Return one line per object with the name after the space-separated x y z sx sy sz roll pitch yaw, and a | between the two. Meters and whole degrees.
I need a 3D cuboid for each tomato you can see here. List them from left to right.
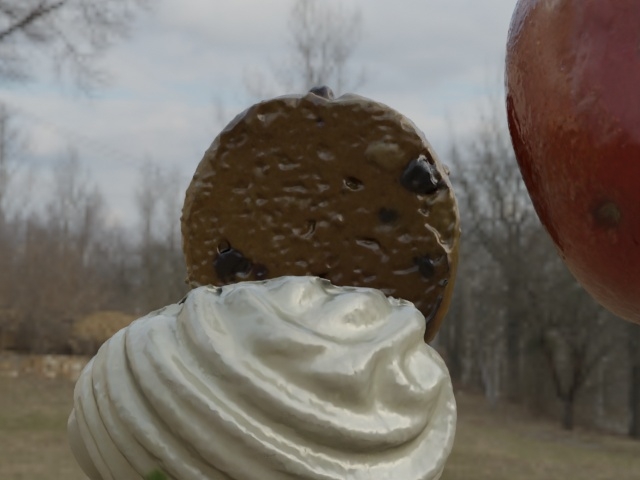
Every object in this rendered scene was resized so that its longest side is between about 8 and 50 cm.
0.245 -0.112 0.889 0.338 0.338 0.143 -3 -8 40 | tomato

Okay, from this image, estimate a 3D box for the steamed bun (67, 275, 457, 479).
-0.022 0.094 0.602 0.183 0.106 0.183 -6 -29 -4 | steamed bun

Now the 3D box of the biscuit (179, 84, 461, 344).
0.000 0.000 1.262 0.296 0.296 0.075 0 3 10 | biscuit
